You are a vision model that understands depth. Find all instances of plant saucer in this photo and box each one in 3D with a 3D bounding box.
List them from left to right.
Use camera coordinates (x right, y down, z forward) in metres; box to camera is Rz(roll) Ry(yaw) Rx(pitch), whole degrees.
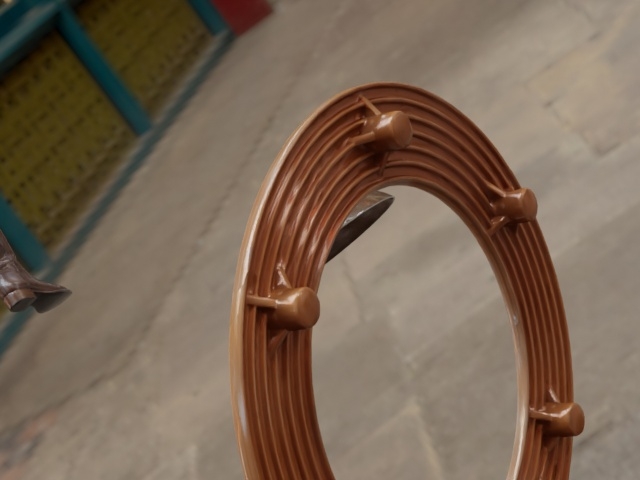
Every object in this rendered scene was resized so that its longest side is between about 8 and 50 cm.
[{"bbox_3d":[0.000,0.000,1.623,0.168,0.029,0.168,-38,-6,-5],"label":"plant saucer"}]

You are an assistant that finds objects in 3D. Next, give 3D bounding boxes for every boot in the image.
[{"bbox_3d":[-0.307,0.018,1.648,0.037,0.114,0.106,-41,-16,15],"label":"boot"}]

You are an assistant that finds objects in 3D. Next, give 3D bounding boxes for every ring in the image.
[{"bbox_3d":[0.067,0.075,0.935,0.032,0.337,0.336,-9,29,37],"label":"ring"}]
